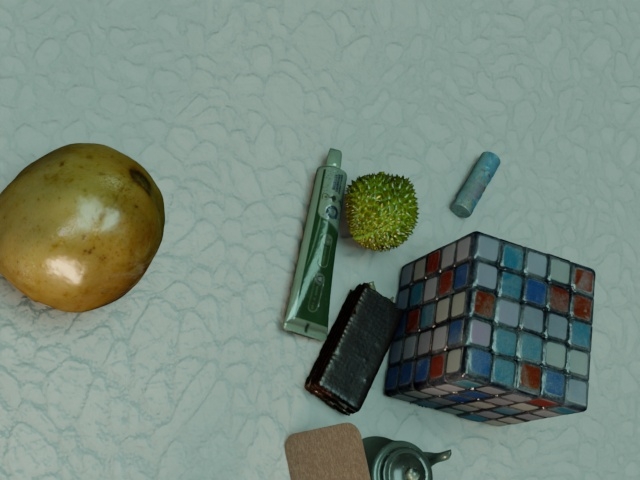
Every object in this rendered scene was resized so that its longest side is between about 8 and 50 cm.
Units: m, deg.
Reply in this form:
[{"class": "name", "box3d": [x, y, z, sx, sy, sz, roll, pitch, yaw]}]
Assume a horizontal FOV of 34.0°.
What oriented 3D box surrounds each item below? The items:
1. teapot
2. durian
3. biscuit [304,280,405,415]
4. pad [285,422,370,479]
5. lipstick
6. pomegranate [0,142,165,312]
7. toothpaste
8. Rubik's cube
[{"class": "teapot", "box3d": [0.131, 0.441, 1.930, 0.239, 0.149, 0.162, -18, 85, -30]}, {"class": "durian", "box3d": [0.127, -0.057, 2.064, 0.198, 0.146, 0.159, -18, 103, -68]}, {"class": "biscuit", "box3d": [0.069, 0.203, 2.014, 0.106, 0.070, 0.252, 34, 64, -14]}, {"class": "pad", "box3d": [0.025, 0.466, 1.865, 0.002, 0.176, 0.266, 2, 73, -54]}, {"class": "lipstick", "box3d": [0.335, -0.120, 2.253, 0.048, 0.048, 0.158, 39, 62, -11]}, {"class": "pomegranate", "box3d": [-0.393, -0.025, 1.729, 0.307, 0.307, 0.307, 8, 72, -24]}, {"class": "toothpaste", "box3d": [0.000, 0.000, 2.049, 0.099, 0.061, 0.392, 19, 70, -26]}, {"class": "Rubik's cube", "box3d": [0.325, 0.181, 2.022, 0.292, 0.293, 0.286, 16, 68, -20]}]
